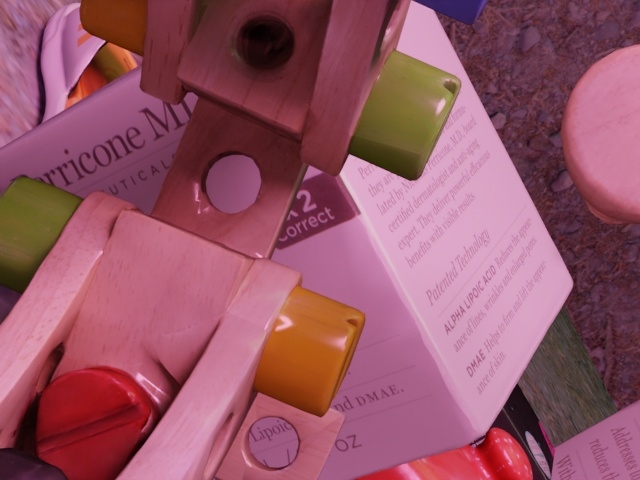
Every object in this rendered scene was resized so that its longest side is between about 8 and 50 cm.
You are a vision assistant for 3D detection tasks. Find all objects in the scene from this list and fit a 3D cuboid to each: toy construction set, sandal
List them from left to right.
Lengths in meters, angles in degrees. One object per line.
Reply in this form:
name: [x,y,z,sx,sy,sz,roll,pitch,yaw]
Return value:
sandal: [-0.090,-0.060,0.734,0.102,0.076,0.265,53,12,-28]
toy construction set: [0.000,0.000,0.436,0.237,0.309,0.257,59,29,-79]

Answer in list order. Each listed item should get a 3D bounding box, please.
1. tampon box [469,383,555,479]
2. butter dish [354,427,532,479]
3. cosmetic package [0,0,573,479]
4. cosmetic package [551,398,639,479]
tampon box: [0.073,0.106,0.942,0.161,0.101,0.120,59,11,3]
butter dish: [0.053,0.137,0.726,0.159,0.118,0.160,58,10,-6]
cosmetic package: [-0.011,-0.006,0.609,0.183,0.151,0.151,60,31,-9]
cosmetic package: [0.349,0.274,0.946,0.327,0.394,0.329,56,10,-14]
